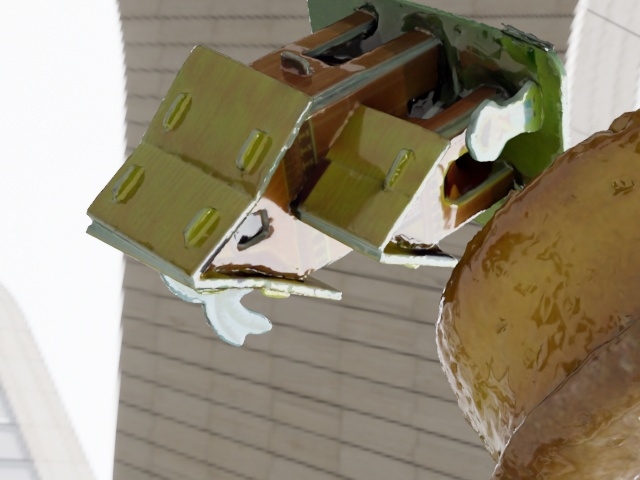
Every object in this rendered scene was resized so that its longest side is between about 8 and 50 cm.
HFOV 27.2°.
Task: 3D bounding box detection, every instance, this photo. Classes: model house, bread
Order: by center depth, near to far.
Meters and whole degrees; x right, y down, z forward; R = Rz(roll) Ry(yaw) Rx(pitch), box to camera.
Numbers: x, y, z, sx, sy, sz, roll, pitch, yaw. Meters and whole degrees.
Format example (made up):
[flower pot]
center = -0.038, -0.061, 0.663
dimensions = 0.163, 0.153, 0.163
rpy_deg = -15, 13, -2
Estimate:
[bread]
center = 0.211, 0.022, 0.784
dimensions = 0.340, 0.179, 0.194
rpy_deg = -31, -126, 6
[model house]
center = 0.000, 0.000, 1.132
dimensions = 0.300, 0.324, 0.340
rpy_deg = 29, -42, 41
